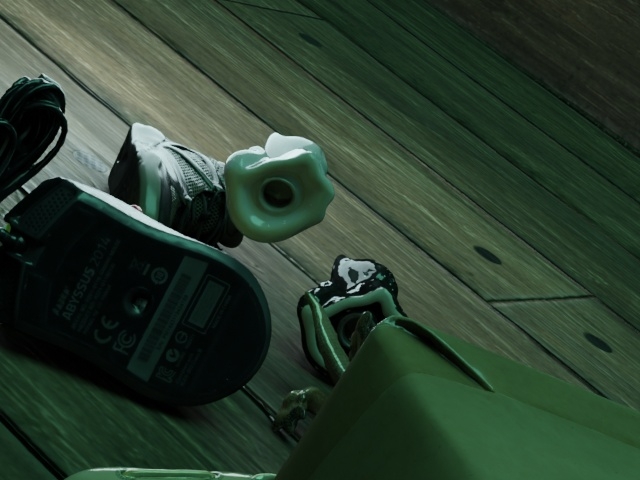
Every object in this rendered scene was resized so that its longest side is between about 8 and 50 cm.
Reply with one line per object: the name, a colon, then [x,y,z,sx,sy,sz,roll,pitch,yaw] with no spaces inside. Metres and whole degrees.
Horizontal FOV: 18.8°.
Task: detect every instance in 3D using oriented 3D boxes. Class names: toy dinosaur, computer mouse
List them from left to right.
computer mouse: [-0.157,0.019,1.392,0.272,0.188,0.072,33,-3,-22]
toy dinosaur: [0.096,0.149,1.497,0.295,0.127,0.200,29,5,40]

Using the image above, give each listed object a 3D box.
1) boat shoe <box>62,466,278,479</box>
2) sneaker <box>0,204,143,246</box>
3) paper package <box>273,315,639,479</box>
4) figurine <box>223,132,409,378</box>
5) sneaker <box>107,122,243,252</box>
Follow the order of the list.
boat shoe: [-0.027,0.187,1.202,0.302,0.109,0.098,9,28,-38]
sneaker: [-0.144,0.024,1.471,0.208,0.094,0.081,26,16,-21]
paper package: [0.083,0.241,0.868,0.309,0.325,0.168,22,20,-29]
figurine: [0.000,0.000,1.695,0.215,0.092,0.209,61,8,-6]
sneaker: [-0.117,-0.030,1.673,0.130,0.087,0.227,21,14,-10]
